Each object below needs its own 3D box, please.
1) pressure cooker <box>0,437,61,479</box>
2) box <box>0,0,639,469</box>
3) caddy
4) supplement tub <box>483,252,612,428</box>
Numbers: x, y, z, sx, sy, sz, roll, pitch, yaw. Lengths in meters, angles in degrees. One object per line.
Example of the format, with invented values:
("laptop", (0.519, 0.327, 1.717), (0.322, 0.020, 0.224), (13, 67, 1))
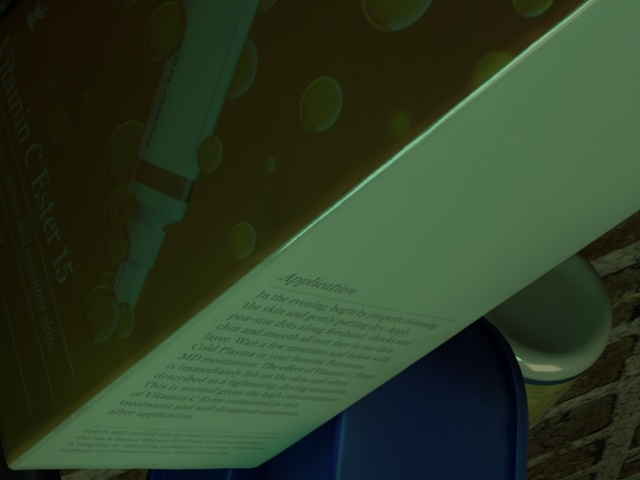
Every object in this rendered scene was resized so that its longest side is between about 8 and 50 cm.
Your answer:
("pressure cooker", (-0.312, 0.260, 0.640), (0.376, 0.420, 0.370), (-29, 153, 15))
("box", (-0.006, -0.064, 0.506), (0.345, 0.215, 0.168), (-39, 149, 28))
("caddy", (0.014, 0.181, 0.674), (0.179, 0.341, 0.241), (28, 143, -29))
("supplement tub", (0.170, 0.099, 1.014), (0.144, 0.144, 0.199), (-11, 152, -21))
